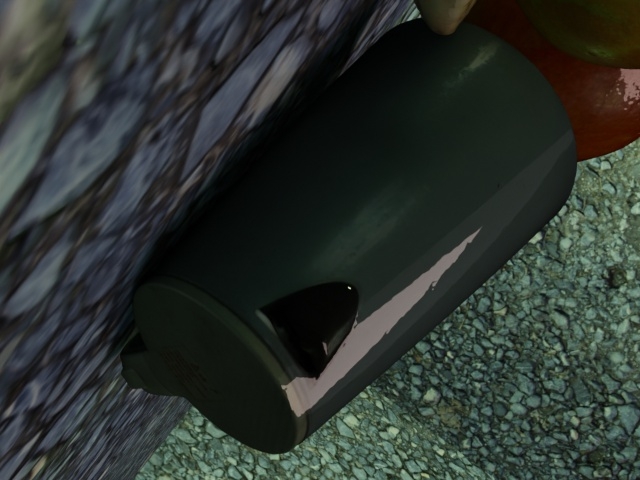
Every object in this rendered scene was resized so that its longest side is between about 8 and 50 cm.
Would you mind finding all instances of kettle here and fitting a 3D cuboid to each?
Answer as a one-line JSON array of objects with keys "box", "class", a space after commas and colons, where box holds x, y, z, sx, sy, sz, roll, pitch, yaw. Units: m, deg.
[{"box": [0.000, 0.000, 0.516, 0.243, 0.160, 0.210, -42, -160, -32], "class": "kettle"}]

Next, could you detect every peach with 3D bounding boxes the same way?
[{"box": [0.316, -0.259, 1.064, 0.372, 0.290, 0.372, -52, 170, -13], "class": "peach"}]

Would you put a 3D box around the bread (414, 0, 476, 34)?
[{"box": [0.136, -0.239, 0.417, 0.316, 0.054, 0.316, -54, 180, 0], "class": "bread"}]

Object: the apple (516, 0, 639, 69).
[{"box": [0.240, -0.252, 0.657, 0.237, 0.207, 0.237, -25, -137, 26], "class": "apple"}]
